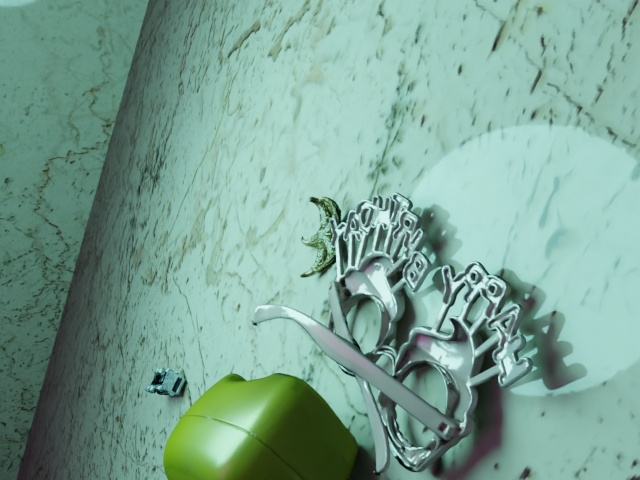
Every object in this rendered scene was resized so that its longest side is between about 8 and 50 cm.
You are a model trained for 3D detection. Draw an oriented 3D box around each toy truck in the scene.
[{"bbox_3d":[-0.246,0.229,0.879,0.083,0.044,0.039,-22,40,53],"label":"toy truck"}]

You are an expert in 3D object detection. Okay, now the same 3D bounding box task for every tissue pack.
[{"bbox_3d":[-0.063,0.194,0.486,0.127,0.123,0.178,-48,16,-33],"label":"tissue pack"}]

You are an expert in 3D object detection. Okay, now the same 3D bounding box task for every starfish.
[{"bbox_3d":[0.000,0.000,0.569,0.078,0.028,0.091,48,123,60],"label":"starfish"}]

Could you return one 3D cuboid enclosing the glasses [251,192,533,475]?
[{"bbox_3d":[0.042,0.051,0.423,0.162,0.095,0.255,-60,36,13],"label":"glasses"}]
